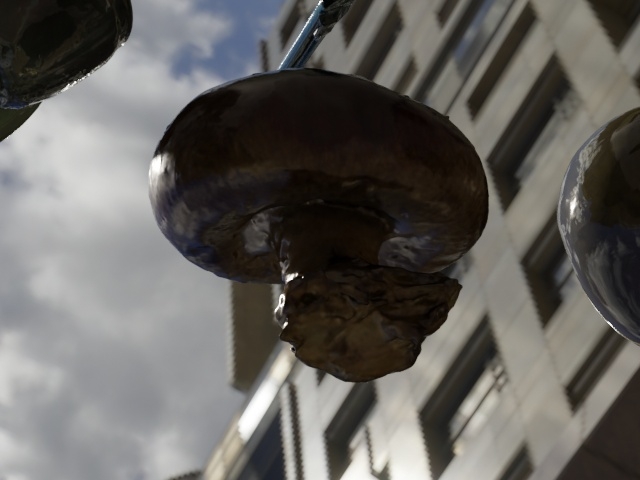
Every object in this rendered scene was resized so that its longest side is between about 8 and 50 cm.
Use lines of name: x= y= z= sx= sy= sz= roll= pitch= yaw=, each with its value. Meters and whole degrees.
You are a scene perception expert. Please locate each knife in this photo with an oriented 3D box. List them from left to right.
knife: x=-0.009 y=-0.221 z=1.608 sx=0.044 sy=0.296 sz=0.026 roll=-28 pitch=-97 yaw=-22

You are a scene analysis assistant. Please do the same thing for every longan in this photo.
longan: x=0.501 y=-0.018 z=2.041 sx=0.361 sy=0.361 sz=0.361 roll=24 pitch=-153 yaw=-13

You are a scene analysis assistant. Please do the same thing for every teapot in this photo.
teapot: x=-0.399 y=-0.250 z=1.751 sx=0.239 sy=0.321 sz=0.239 roll=49 pitch=-121 yaw=-15

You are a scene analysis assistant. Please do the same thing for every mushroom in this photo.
mushroom: x=0.017 y=-0.008 z=1.452 sx=0.331 sy=0.334 sz=0.356 roll=-11 pitch=-109 yaw=-27
